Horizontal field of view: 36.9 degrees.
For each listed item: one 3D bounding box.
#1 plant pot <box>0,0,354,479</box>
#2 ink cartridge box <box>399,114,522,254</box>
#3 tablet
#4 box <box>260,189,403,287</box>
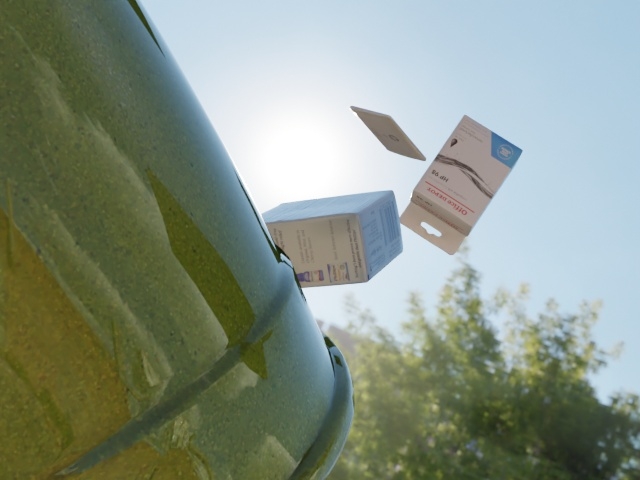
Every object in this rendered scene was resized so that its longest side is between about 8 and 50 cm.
[{"bbox_3d":[-0.209,-0.031,0.453,0.367,0.366,0.352,1,-65,47],"label":"plant pot"},{"bbox_3d":[0.205,-0.081,1.416,0.104,0.180,0.060,33,-13,8],"label":"ink cartridge box"},{"bbox_3d":[0.067,-0.105,0.948,0.054,0.006,0.083,21,-13,40],"label":"tablet"},{"bbox_3d":[0.000,0.000,0.988,0.137,0.072,0.126,-6,11,22],"label":"box"}]
